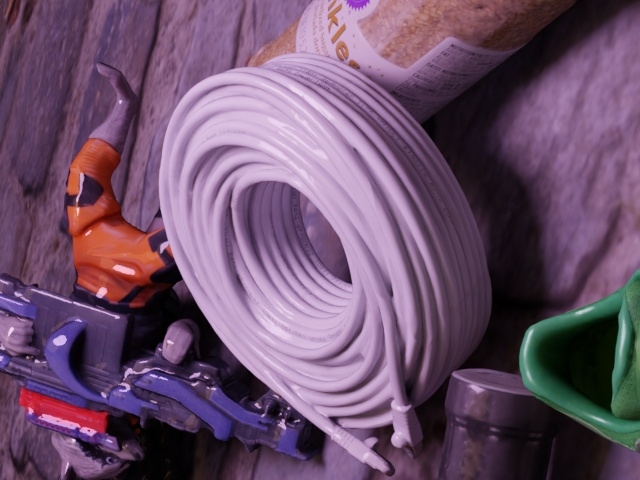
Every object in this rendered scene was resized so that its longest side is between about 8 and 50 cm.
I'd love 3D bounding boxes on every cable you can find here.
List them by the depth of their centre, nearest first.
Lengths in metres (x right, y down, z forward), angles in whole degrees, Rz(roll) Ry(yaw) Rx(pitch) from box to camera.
[{"bbox_3d":[0.000,0.000,1.065,0.257,0.089,0.257,33,135,33],"label":"cable"}]

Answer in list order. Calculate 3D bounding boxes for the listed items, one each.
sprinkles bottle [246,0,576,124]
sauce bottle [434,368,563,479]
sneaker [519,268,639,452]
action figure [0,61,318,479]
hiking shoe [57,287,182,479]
[{"bbox_3d":[0.075,-0.154,1.047,0.355,0.121,0.121,-36,53,53],"label":"sprinkles bottle"},{"bbox_3d":[0.082,0.251,0.951,0.111,0.111,0.344,18,101,60],"label":"sauce bottle"},{"bbox_3d":[0.205,0.068,0.761,0.295,0.123,0.109,-14,72,58],"label":"sneaker"},{"bbox_3d":[-0.122,0.059,1.319,0.341,0.178,0.330,25,96,15],"label":"action figure"},{"bbox_3d":[-0.180,0.175,1.468,0.132,0.113,0.304,-163,84,-80],"label":"hiking shoe"}]
